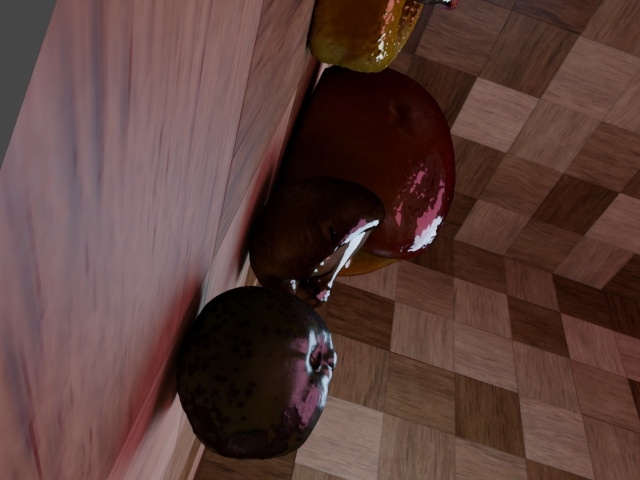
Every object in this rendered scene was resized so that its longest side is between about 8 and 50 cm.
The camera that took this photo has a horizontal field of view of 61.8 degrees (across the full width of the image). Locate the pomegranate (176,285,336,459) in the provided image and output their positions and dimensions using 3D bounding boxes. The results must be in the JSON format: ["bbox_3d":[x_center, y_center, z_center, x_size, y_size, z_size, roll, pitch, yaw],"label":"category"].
[{"bbox_3d":[-0.055,0.113,0.445,0.163,0.125,0.138,114,-19,-56],"label":"pomegranate"}]

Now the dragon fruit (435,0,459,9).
[{"bbox_3d":[0.252,-0.715,1.131,0.371,0.248,0.387,-131,-128,-67],"label":"dragon fruit"}]

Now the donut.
[{"bbox_3d":[0.066,-0.315,0.630,0.254,0.118,0.253,-60,170,-19],"label":"donut"}]

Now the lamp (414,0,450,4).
[{"bbox_3d":[0.056,-0.185,0.241,0.214,0.121,0.121,6,103,-82],"label":"lamp"}]

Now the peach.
[{"bbox_3d":[0.084,-0.111,0.982,0.335,0.309,0.406,107,1,-65],"label":"peach"}]

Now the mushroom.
[{"bbox_3d":[-0.012,-0.010,0.736,0.194,0.138,0.231,-52,179,-28],"label":"mushroom"}]
